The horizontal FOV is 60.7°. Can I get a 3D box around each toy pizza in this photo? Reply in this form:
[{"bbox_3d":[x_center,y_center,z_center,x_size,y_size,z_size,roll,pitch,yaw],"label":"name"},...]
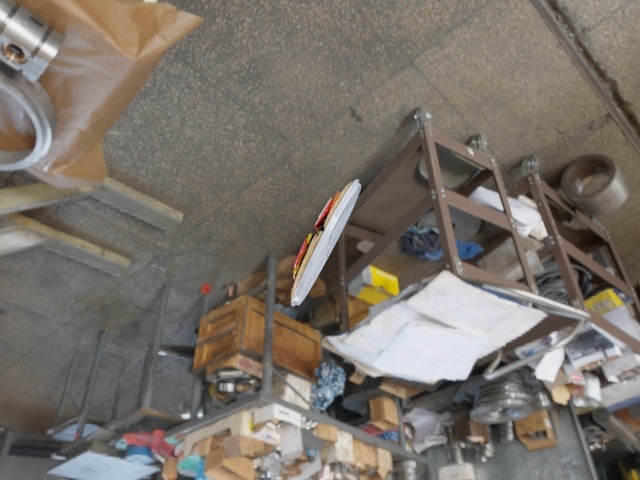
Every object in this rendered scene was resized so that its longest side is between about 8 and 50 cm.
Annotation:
[{"bbox_3d":[0.000,0.000,0.777,0.032,0.201,0.201,27,139,5],"label":"toy pizza"}]
